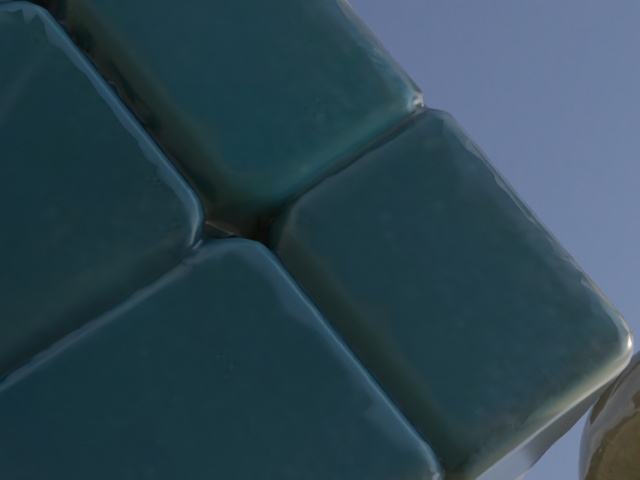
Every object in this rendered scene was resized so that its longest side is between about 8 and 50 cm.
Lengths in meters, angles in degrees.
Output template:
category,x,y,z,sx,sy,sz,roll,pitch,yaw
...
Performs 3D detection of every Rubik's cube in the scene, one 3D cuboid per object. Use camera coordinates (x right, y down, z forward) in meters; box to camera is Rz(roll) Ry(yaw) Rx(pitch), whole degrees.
category,x,y,z,sx,sy,sz,roll,pitch,yaw
Rubik's cube,-0.132,0.055,0.651,0.316,0.322,0.319,52,-21,14

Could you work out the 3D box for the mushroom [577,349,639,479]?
category,x,y,z,sx,sy,sz,roll,pitch,yaw
mushroom,0.277,0.165,1.051,0.246,0.202,0.246,11,-46,12
